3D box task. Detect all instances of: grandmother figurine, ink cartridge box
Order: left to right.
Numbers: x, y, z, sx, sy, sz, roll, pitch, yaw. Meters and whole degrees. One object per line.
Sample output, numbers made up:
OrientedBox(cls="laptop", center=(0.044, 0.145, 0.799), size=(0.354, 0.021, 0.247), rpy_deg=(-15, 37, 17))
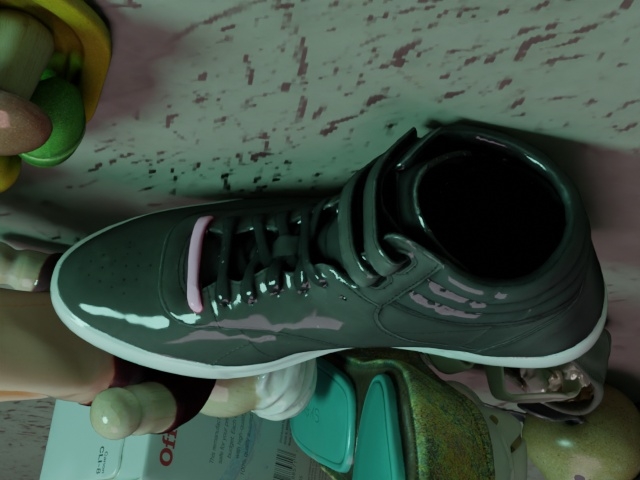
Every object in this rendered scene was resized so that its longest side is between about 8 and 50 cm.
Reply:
OrientedBox(cls="grandmother figurine", center=(-0.145, 0.061, 0.873), size=(0.342, 0.208, 0.104), rpy_deg=(8, 122, -39))
OrientedBox(cls="ink cartridge box", center=(-0.088, 0.135, 1.078), size=(0.176, 0.128, 0.127), rpy_deg=(26, 152, -38))

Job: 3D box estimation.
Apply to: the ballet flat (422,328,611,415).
OrientedBox(cls="ballet flat", center=(0.098, 0.055, 0.891), size=(0.213, 0.068, 0.072), rpy_deg=(24, 153, -36))

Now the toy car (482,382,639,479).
OrientedBox(cls="toy car", center=(0.186, 0.159, 1.054), size=(0.188, 0.149, 0.155), rpy_deg=(31, 161, -24))

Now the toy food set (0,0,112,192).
OrientedBox(cls="toy food set", center=(-0.161, -0.066, 0.663), size=(0.128, 0.071, 0.218), rpy_deg=(11, 158, -10))

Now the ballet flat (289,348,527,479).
OrientedBox(cls="ballet flat", center=(0.062, 0.126, 0.909), size=(0.123, 0.123, 0.348), rpy_deg=(12, -175, -11))

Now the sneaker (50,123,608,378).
OrientedBox(cls="sneaker", center=(0.000, 0.000, 0.751), size=(0.295, 0.105, 0.147), rpy_deg=(1, 155, 5))
